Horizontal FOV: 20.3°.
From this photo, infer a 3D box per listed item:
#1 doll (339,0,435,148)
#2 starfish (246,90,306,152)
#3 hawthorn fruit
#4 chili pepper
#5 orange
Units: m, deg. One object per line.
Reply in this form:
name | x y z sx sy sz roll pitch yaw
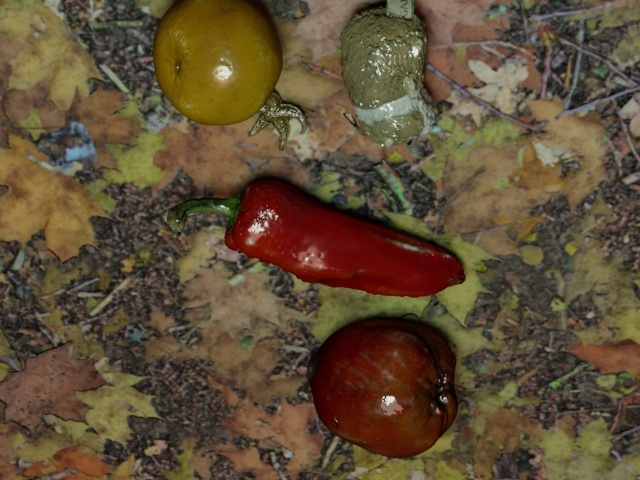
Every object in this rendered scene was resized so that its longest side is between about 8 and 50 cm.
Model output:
doll | 0.078 -0.206 2.050 0.115 0.105 0.221 6 127 9
starfish | -0.057 -0.146 2.151 0.078 0.028 0.091 -9 126 18
hawthorn fruit | 0.069 0.190 2.290 0.202 0.185 0.185 -1 126 23
chili pepper | 0.000 0.000 2.206 0.387 0.110 0.110 19 124 -15
orange | -0.114 -0.209 2.045 0.136 0.159 0.159 -16 137 -39
